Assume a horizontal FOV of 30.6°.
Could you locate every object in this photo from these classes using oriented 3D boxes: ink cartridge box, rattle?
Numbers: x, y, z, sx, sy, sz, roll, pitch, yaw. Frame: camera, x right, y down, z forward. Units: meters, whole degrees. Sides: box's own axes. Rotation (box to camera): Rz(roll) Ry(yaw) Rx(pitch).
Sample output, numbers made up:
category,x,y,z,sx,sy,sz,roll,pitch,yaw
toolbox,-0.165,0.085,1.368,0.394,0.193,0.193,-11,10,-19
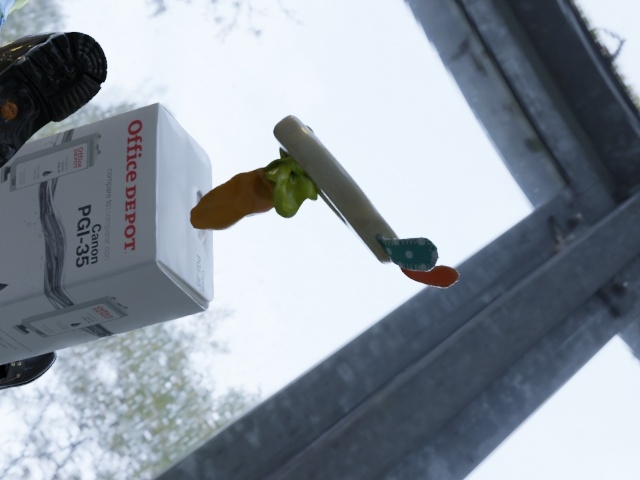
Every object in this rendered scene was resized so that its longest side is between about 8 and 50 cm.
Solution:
category,x,y,z,sx,sy,sz,roll,pitch,yaw
ink cartridge box,-0.265,-0.005,1.238,0.283,0.207,0.117,-15,-33,17
rattle,0.000,0.000,1.005,0.200,0.142,0.130,52,-17,12

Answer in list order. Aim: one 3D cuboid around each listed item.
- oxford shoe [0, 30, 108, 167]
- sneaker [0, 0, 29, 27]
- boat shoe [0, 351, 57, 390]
category,x,y,z,sx,sy,sz,roll,pitch,yaw
oxford shoe,-0.293,-0.106,0.988,0.096,0.227,0.083,26,-39,52
sneaker,-0.270,-0.102,0.672,0.240,0.126,0.091,-31,-57,21
boat shoe,-0.395,0.160,1.477,0.049,0.133,0.042,58,-31,25
